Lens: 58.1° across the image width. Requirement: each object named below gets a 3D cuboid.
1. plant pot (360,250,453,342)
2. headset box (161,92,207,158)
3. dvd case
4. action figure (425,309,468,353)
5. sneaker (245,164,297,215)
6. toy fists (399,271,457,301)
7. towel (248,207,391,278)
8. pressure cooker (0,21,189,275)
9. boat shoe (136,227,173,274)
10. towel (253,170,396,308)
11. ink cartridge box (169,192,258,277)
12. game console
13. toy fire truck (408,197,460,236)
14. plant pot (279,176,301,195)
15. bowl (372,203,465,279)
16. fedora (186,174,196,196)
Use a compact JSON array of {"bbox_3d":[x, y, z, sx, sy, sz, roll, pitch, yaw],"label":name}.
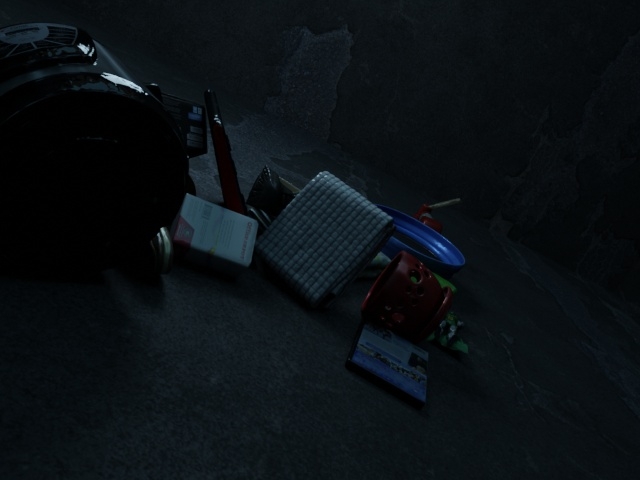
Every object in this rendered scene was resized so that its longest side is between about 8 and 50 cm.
[{"bbox_3d":[0.219,0.150,1.438,0.174,0.191,0.191,37,18,1],"label":"plant pot"},{"bbox_3d":[-0.474,-0.272,1.461,0.283,0.131,0.246,-8,-8,38],"label":"headset box"},{"bbox_3d":[0.155,0.264,1.287,0.180,0.022,0.253,29,18,4],"label":"dvd case"},{"bbox_3d":[0.352,0.236,1.599,0.137,0.063,0.232,28,14,10],"label":"action figure"},{"bbox_3d":[-0.111,-0.111,1.445,0.130,0.109,0.286,28,1,-7],"label":"sneaker"},{"bbox_3d":[0.298,0.154,1.687,0.142,0.096,0.279,28,16,33],"label":"toy fists"},{"bbox_3d":[0.000,0.000,1.684,0.320,0.090,0.375,42,22,29],"label":"towel"},{"bbox_3d":[-0.478,-0.183,1.038,0.370,0.375,0.420,31,10,-47],"label":"pressure cooker"},{"bbox_3d":[-0.374,-0.006,1.160,0.095,0.095,0.257,-2,26,-32],"label":"boat shoe"},{"bbox_3d":[0.011,0.003,1.407,0.235,0.283,0.121,39,-6,18],"label":"towel"},{"bbox_3d":[-0.239,-0.007,1.276,0.175,0.072,0.127,22,55,-21],"label":"ink cartridge box"},{"bbox_3d":[-0.239,-0.188,1.491,0.060,0.341,0.386,-11,28,-9],"label":"game console"},{"bbox_3d":[0.437,-0.074,2.261,0.159,0.246,0.217,24,18,-12],"label":"toy fire truck"},{"bbox_3d":[-0.143,-0.140,1.830,0.109,0.096,0.109,34,19,15],"label":"plant pot"},{"bbox_3d":[0.307,0.006,1.979,0.391,0.077,0.391,24,19,-9],"label":"bowl"},{"bbox_3d":[-0.402,-0.135,1.412,0.194,0.194,0.079,26,58,-6],"label":"fedora"}]
